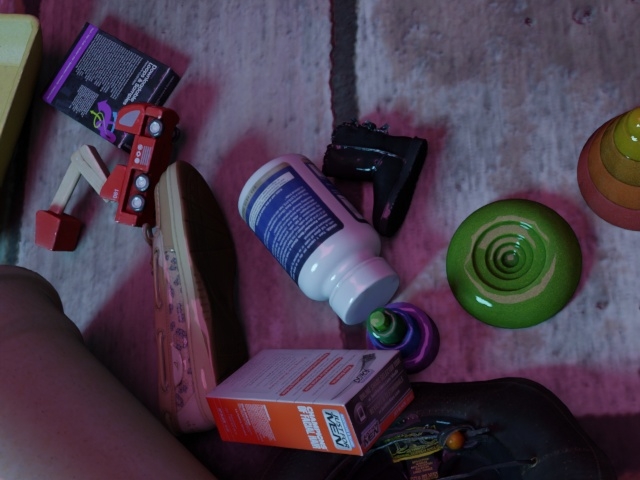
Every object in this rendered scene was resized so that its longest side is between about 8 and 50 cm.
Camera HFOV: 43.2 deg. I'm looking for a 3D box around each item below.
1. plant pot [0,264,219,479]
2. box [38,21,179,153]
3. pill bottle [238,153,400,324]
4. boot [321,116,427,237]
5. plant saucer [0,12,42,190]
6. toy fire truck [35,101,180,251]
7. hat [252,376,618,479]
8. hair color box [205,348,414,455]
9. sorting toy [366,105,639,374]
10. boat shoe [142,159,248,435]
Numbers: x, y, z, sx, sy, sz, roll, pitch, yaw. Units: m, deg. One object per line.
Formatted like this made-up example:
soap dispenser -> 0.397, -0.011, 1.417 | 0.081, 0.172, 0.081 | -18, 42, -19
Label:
plant pot -> -0.253, 0.241, 0.728 | 0.305, 0.334, 0.334 | 32, 87, 16
box -> -0.265, -0.191, 1.007 | 0.162, 0.029, 0.116 | 32, 88, 28
pill bottle -> 0.000, 0.000, 0.803 | 0.094, 0.094, 0.169 | -43, 63, 4
boot -> 0.048, -0.067, 0.833 | 0.099, 0.045, 0.121 | 15, 72, 23
plant saucer -> -0.519, -0.136, 1.064 | 0.332, 0.081, 0.333 | 9, 78, 24
toy fire truck -> -0.247, -0.071, 0.936 | 0.135, 0.047, 0.192 | 14, 92, 17
hat -> 0.082, 0.243, 0.637 | 0.331, 0.331, 0.134 | -10, 109, 19
hair color box -> -0.011, 0.142, 0.734 | 0.167, 0.093, 0.053 | -7, 109, 40
sorting toy -> 0.183, -0.009, 0.715 | 0.365, 0.126, 0.127 | -37, 64, 7
boat shoe -> -0.143, 0.055, 0.838 | 0.089, 0.104, 0.285 | -17, 70, 19
